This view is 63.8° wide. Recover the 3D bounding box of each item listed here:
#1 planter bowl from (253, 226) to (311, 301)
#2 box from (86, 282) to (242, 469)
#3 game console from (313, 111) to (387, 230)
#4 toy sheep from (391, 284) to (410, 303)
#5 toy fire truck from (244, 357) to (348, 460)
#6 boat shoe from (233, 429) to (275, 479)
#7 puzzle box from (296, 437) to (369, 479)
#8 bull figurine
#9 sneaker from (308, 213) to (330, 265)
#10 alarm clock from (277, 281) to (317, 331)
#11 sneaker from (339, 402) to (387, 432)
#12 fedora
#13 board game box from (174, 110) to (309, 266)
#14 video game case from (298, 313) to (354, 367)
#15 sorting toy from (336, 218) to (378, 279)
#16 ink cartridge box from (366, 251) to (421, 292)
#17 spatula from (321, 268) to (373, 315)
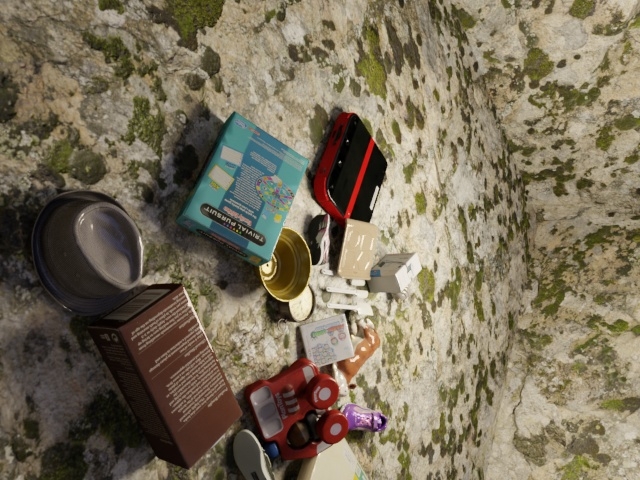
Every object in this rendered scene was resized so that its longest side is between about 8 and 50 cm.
[{"bbox_3d":[-0.130,0.071,1.507,0.217,0.090,0.217,7,81,-49],"label":"planter bowl"},{"bbox_3d":[-0.347,0.307,1.189,0.191,0.143,0.382,-38,115,-46],"label":"box"},{"bbox_3d":[0.119,-0.235,1.876,0.342,0.060,0.387,48,53,-46],"label":"game console"},{"bbox_3d":[0.321,0.203,2.067,0.091,0.091,0.132,51,32,-36],"label":"toy sheep"},{"bbox_3d":[-0.074,0.513,1.522,0.253,0.169,0.302,-22,108,-23],"label":"toy fire truck"},{"bbox_3d":[-0.181,0.623,1.433,0.070,0.077,0.220,-55,126,-82],"label":"boat shoe"},{"bbox_3d":[0.056,0.814,1.674,0.409,0.052,0.272,64,29,-25],"label":"puzzle box"},{"bbox_3d":[0.099,0.387,1.766,0.310,0.101,0.189,-40,117,-44],"label":"bull figurine"},{"bbox_3d":[0.000,0.000,1.706,0.077,0.071,0.178,25,76,-60],"label":"sneaker"},{"bbox_3d":[-0.083,0.202,1.579,0.129,0.064,0.192,60,44,-30],"label":"alarm clock"},{"bbox_3d":[0.157,0.634,1.820,0.236,0.104,0.095,27,69,-46],"label":"sneaker"},{"bbox_3d":[-0.457,0.023,1.077,0.243,0.124,0.276,-35,115,-46],"label":"fedora"},{"bbox_3d":[-0.200,-0.137,1.380,0.253,0.079,0.336,31,63,-22],"label":"board game box"},{"bbox_3d":[0.020,0.324,1.656,0.157,0.019,0.143,-13,88,-18],"label":"video game case"},{"bbox_3d":[0.130,0.034,1.842,0.193,0.038,0.209,8,88,-50],"label":"sorting toy"},{"bbox_3d":[0.283,0.123,1.980,0.190,0.139,0.082,-40,116,-46],"label":"ink cartridge box"},{"bbox_3d":[0.091,0.176,1.802,0.242,0.019,0.168,13,61,-44],"label":"spatula"}]
